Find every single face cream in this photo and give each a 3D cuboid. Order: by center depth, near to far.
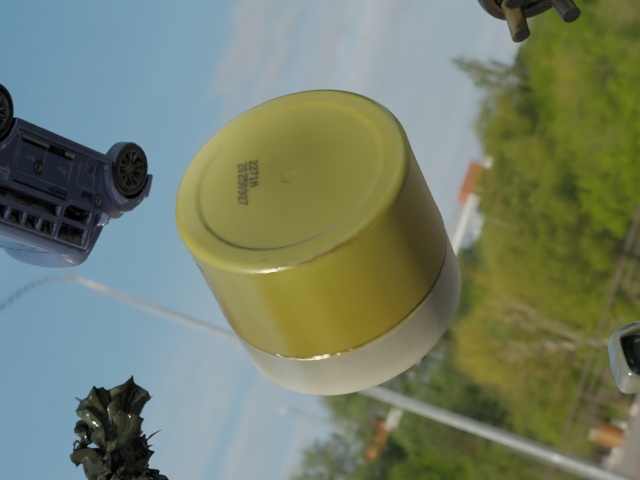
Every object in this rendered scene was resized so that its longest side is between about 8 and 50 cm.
[{"bbox_3d":[0.000,0.000,1.517,0.218,0.218,0.179,-65,-34,-33],"label":"face cream"}]

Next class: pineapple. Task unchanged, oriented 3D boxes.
[{"bbox_3d":[-0.216,0.270,1.873,0.128,0.128,0.248,98,164,-48],"label":"pineapple"}]

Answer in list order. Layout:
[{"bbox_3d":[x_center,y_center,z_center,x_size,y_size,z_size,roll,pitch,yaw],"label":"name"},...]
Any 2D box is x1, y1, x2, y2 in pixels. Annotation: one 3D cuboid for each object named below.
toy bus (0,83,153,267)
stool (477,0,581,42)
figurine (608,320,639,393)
[{"bbox_3d":[-0.286,-0.055,1.552,0.292,0.125,0.133,24,-105,-56],"label":"toy bus"},{"bbox_3d":[0.263,-0.310,1.961,0.125,0.217,0.121,110,145,-45],"label":"stool"},{"bbox_3d":[0.399,0.152,1.338,0.285,0.342,0.167,-51,-38,-17],"label":"figurine"}]
